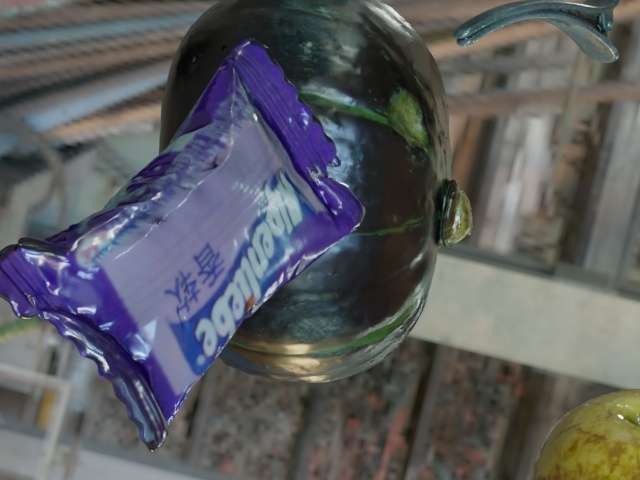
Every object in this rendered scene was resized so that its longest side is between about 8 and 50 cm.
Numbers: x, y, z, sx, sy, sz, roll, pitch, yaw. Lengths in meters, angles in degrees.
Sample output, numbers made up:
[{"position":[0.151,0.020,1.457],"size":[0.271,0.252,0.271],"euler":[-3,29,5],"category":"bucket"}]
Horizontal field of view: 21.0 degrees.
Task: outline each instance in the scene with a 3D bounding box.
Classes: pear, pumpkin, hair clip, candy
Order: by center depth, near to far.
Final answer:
[{"position":[-0.073,-0.003,1.032],"size":[0.070,0.145,0.275],"euler":[-17,-158,44],"category":"candy"},{"position":[0.001,-0.041,1.348],"size":[0.315,0.239,0.315],"euler":[4,90,-83],"category":"pumpkin"},{"position":[0.191,-0.194,1.530],"size":[0.229,0.039,0.070],"euler":[-5,99,-45],"category":"hair clip"},{"position":[0.369,0.307,1.990],"size":[0.281,0.281,0.280],"euler":[14,90,-86],"category":"pear"}]
